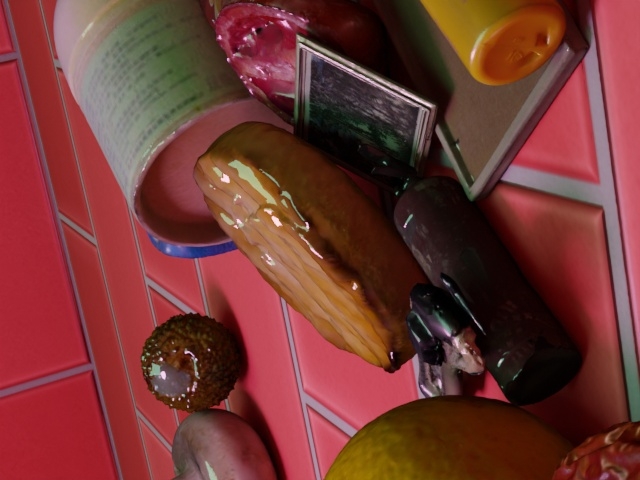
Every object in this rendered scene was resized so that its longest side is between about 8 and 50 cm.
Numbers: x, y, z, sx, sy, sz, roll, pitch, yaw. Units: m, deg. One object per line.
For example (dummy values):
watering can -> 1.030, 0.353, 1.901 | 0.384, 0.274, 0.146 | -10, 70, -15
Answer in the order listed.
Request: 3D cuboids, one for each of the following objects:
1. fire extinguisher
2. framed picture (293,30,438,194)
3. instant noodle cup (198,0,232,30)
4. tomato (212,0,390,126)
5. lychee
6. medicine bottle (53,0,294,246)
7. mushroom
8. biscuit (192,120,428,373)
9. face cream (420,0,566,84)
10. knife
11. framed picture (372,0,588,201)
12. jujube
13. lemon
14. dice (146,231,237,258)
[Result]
fire extinguisher -> 0.119, 0.016, 1.133 | 0.072, 0.089, 0.267 | -51, 50, 27
framed picture -> 0.035, -0.106, 1.217 | 0.142, 0.011, 0.183 | 29, 156, 11
instant noodle cup -> -0.070, -0.348, 1.325 | 0.274, 0.091, 0.274 | 173, 90, -73
tomato -> -0.005, -0.187, 1.256 | 0.173, 0.099, 0.189 | 20, 152, 34
lychee -> -0.196, 0.185, 2.028 | 0.171, 0.171, 0.171 | 164, 90, -70
medicine bottle -> -0.177, -0.214, 1.529 | 0.406, 0.236, 0.235 | 59, 155, 34
mushroom -> -0.182, 0.386, 2.028 | 0.243, 0.244, 0.243 | 164, 90, -70
biscuit -> 0.000, 0.000, 1.322 | 0.296, 0.102, 0.296 | 42, 163, 15
face cream -> 0.084, -0.235, 0.989 | 0.078, 0.078, 0.273 | 101, 147, -52
knife -> 0.105, 0.107, 1.165 | 0.089, 0.043, 0.365 | 62, 176, 16
framed picture -> 0.101, -0.221, 1.097 | 0.240, 0.020, 0.324 | 113, 137, -60
jujube -> 0.235, 0.176, 0.913 | 0.176, 0.112, 0.109 | -38, 69, 64
lemon -> 0.120, 0.252, 1.084 | 0.267, 0.267, 0.267 | 164, 90, -70
dice -> -0.159, -0.062, 1.734 | 0.143, 0.146, 0.146 | 32, 134, 60
